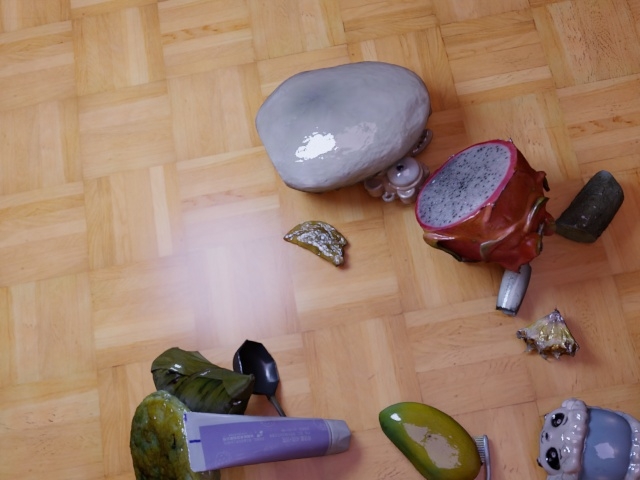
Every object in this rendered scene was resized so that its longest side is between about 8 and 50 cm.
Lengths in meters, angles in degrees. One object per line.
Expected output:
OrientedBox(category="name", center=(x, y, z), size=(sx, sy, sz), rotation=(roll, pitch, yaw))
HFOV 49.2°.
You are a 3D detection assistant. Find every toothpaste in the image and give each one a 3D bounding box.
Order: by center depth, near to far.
OrientedBox(category="toothpaste", center=(-0.105, 0.413, 1.464), size=(0.371, 0.080, 0.125), rotation=(9, 46, -34))

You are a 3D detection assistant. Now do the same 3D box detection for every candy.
OrientedBox(category="candy", center=(0.050, -0.297, 1.675), size=(0.427, 0.186, 0.386), rotation=(-13, 51, 8))

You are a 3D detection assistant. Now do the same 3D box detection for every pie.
OrientedBox(category="pie", center=(-0.319, 0.489, 1.489), size=(0.323, 0.070, 0.323), rotation=(3, 94, 45))
OrientedBox(category="pie", center=(0.000, 0.000, 1.717), size=(0.170, 0.034, 0.092), rotation=(31, 80, 19))

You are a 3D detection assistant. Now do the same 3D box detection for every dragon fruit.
OrientedBox(category="dragon fruit", center=(0.386, -0.059, 1.587), size=(0.226, 0.305, 0.305), rotation=(42, 78, -25))

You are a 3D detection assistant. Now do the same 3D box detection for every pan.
OrientedBox(category="pan", center=(-0.145, 0.327, 1.580), size=(0.048, 0.128, 0.202), rotation=(-34, 55, 28))

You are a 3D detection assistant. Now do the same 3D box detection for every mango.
OrientedBox(category="mango", center=(0.244, 0.436, 1.533), size=(0.137, 0.091, 0.237), rotation=(-40, 74, -14))

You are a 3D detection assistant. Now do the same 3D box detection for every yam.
OrientedBox(category="yam", center=(0.641, -0.073, 1.651), size=(0.107, 0.107, 0.183), rotation=(37, 78, 14))

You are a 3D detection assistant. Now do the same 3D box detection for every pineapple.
OrientedBox(category="pineapple", center=(0.518, 0.210, 1.589), size=(0.137, 0.069, 0.116), rotation=(15, 76, 11))

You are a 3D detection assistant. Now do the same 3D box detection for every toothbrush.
OrientedBox(category="toothbrush", center=(0.352, 0.611, 1.501), size=(0.037, 0.028, 0.375), rotation=(-2, 72, 10))

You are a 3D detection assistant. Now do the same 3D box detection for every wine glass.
OrientedBox(category="wine glass", center=(0.472, 0.055, 1.642), size=(0.074, 0.074, 0.262), rotation=(19, 76, 10))

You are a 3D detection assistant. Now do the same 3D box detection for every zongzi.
OrientedBox(category="zongzi", center=(-0.258, 0.295, 1.529), size=(0.251, 0.274, 0.125), rotation=(39, 47, 16))

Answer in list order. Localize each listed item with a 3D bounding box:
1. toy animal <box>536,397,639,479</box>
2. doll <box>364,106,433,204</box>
OrientedBox(category="toy animal", center=(0.570, 0.440, 1.471), size=(0.204, 0.156, 0.208), rotation=(16, 71, 6))
OrientedBox(category="doll", center=(0.198, -0.220, 1.727), size=(0.154, 0.119, 0.278), rotation=(1, 67, 19))
